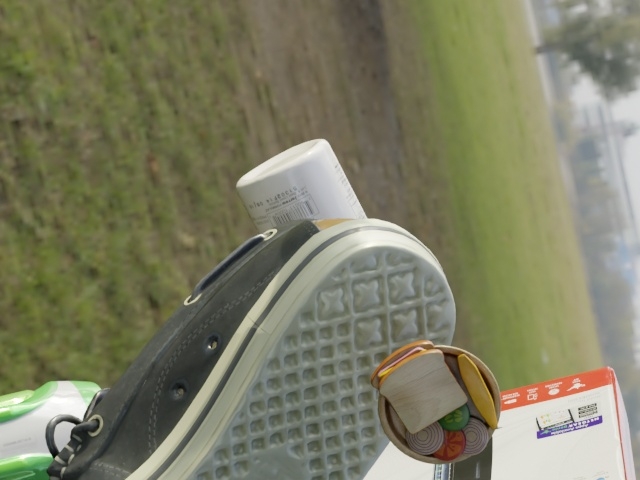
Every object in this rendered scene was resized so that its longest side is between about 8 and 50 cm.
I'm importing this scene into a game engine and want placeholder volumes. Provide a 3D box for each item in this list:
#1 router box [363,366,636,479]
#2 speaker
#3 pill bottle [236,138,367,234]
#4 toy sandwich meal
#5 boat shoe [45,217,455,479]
[{"bbox_3d":[0.152,0.266,1.535,0.301,0.335,0.082,-74,147,-67],"label":"router box"},{"bbox_3d":[-0.320,0.202,1.261,0.131,0.296,0.131,37,-47,55],"label":"speaker"},{"bbox_3d":[0.000,0.000,1.904,0.229,0.131,0.131,63,13,-11],"label":"pill bottle"},{"bbox_3d":[0.073,0.102,0.941,0.029,0.085,0.085,-80,157,-80],"label":"toy sandwich meal"},{"bbox_3d":[-0.104,0.185,1.056,0.187,0.500,0.156,38,-2,-29],"label":"boat shoe"}]
